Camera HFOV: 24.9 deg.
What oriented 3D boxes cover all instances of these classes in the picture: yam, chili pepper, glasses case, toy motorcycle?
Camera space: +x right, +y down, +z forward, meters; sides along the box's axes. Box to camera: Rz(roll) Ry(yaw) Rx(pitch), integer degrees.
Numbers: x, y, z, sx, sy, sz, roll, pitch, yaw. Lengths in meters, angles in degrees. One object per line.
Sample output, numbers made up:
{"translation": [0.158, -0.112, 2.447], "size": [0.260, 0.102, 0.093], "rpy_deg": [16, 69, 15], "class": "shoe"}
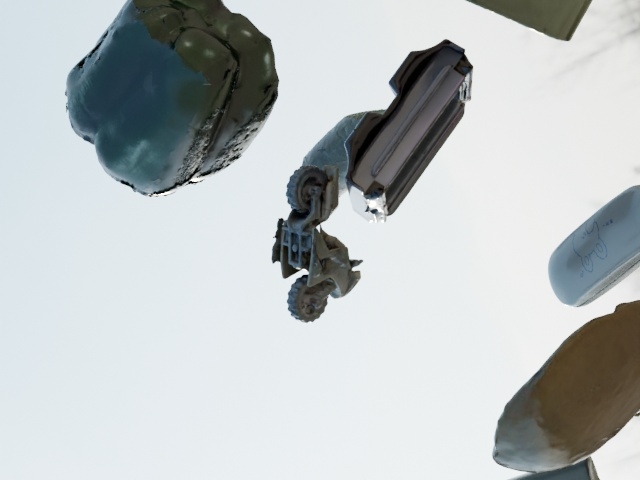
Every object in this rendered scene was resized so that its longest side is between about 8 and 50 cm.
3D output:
{"translation": [0.070, -0.161, 2.370], "size": [0.106, 0.259, 0.106], "rpy_deg": [20, -127, -28], "class": "yam"}
{"translation": [-0.149, -0.122, 1.345], "size": [0.174, 0.261, 0.165], "rpy_deg": [37, -137, -3], "class": "chili pepper"}
{"translation": [0.387, 0.010, 1.954], "size": [0.059, 0.233, 0.092], "rpy_deg": [-3, -117, -32], "class": "glasses case"}
{"translation": [0.001, 0.000, 2.068], "size": [0.130, 0.094, 0.229], "rpy_deg": [-13, -70, -40], "class": "toy motorcycle"}

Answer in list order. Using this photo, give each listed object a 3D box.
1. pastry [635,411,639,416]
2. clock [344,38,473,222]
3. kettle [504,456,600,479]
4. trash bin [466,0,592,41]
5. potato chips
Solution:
{"translation": [0.374, 0.201, 1.901], "size": [0.056, 0.140, 0.080], "rpy_deg": [-41, -70, -37], "class": "pastry"}
{"translation": [0.117, -0.151, 1.989], "size": [0.083, 0.253, 0.186], "rpy_deg": [35, 172, 11], "class": "clock"}
{"translation": [0.209, 0.363, 1.620], "size": [0.210, 0.243, 0.160], "rpy_deg": [-90, -20, -56], "class": "kettle"}
{"translation": [0.255, -0.392, 1.734], "size": [0.243, 0.247, 0.121], "rpy_deg": [21, -161, -15], "class": "trash bin"}
{"translation": [0.251, 0.144, 1.320], "size": [0.062, 0.208, 0.195], "rpy_deg": [50, 154, 33], "class": "potato chips"}
